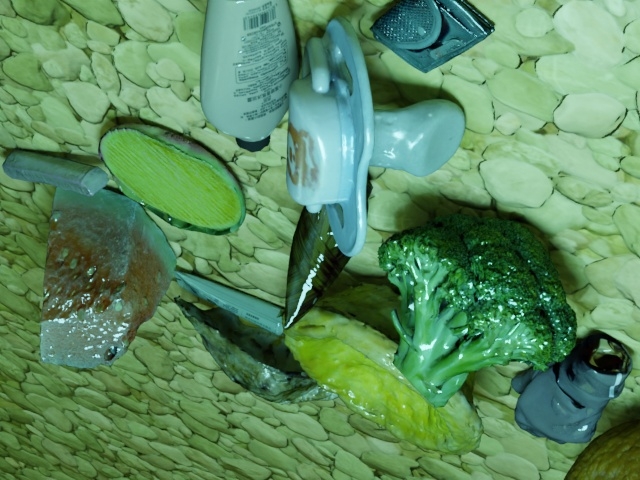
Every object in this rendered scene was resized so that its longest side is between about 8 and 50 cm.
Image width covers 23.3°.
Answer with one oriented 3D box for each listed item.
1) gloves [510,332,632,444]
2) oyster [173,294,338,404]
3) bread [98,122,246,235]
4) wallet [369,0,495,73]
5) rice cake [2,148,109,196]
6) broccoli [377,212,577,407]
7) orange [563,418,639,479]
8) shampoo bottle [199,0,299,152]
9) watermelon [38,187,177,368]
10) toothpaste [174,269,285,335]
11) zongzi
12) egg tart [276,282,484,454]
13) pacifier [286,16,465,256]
[{"bbox_3d":[0.329,0.205,2.095,0.142,0.119,0.285,53,161,19],"label":"gloves"},{"bbox_3d":[-0.096,0.169,2.367,0.294,0.166,0.094,29,117,18],"label":"oyster"},{"bbox_3d":[-0.199,-0.086,2.126,0.228,0.033,0.228,23,152,13],"label":"bread"},{"bbox_3d":[0.114,-0.222,1.644,0.088,0.026,0.129,37,150,-17],"label":"wallet"},{"bbox_3d":[-0.380,-0.097,2.227,0.206,0.047,0.036,12,154,40],"label":"rice cake"},{"bbox_3d":[0.182,0.083,1.895,0.269,0.242,0.261,43,-175,36],"label":"broccoli"},{"bbox_3d":[0.483,0.398,2.058,0.357,0.322,0.322,34,152,-31],"label":"orange"},{"bbox_3d":[-0.080,-0.198,1.759,0.078,0.127,0.257,46,153,32],"label":"shampoo bottle"},{"bbox_3d":[-0.326,0.065,2.249,0.192,0.257,0.140,17,154,2],"label":"watermelon"},{"bbox_3d":[-0.126,0.095,2.356,0.218,0.041,0.064,22,160,17],"label":"toothpaste"},{"bbox_3d":[0.000,0.000,1.937,0.084,0.184,0.187,23,151,8],"label":"zongzi"},{"bbox_3d":[0.098,0.162,2.152,0.345,0.132,0.345,29,161,11],"label":"egg tart"},{"bbox_3d":[0.064,-0.125,1.739,0.207,0.227,0.279,-4,130,-9],"label":"pacifier"}]
